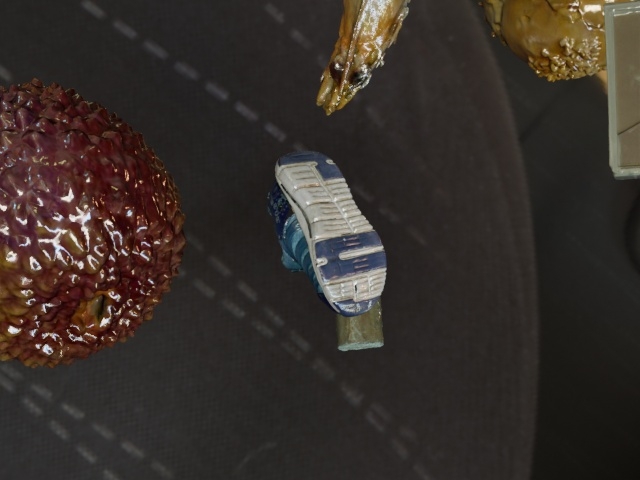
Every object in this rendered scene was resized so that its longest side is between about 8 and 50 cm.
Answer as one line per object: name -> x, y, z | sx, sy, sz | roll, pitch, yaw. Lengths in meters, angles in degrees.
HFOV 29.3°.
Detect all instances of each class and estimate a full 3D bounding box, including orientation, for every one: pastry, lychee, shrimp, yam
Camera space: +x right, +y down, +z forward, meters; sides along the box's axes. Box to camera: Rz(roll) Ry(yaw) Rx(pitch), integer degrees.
pastry -> 0.361, -0.324, 1.733 | 0.255, 0.162, 0.311 | -9, 27, -11
lychee -> -0.256, -0.028, 1.143 | 0.271, 0.271, 0.271 | 38, 14, -11
shrimp -> 0.051, -0.206, 0.947 | 0.053, 0.236, 0.133 | 16, 2, 4
yam -> 0.050, 0.069, 1.668 | 0.068, 0.068, 0.169 | 25, 56, -49

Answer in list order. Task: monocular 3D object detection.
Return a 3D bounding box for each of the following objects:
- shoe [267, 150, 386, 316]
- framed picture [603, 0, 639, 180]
shoe -> 0.000, 0.000, 1.387 | 0.091, 0.106, 0.207 | -10, 59, -30
framed picture -> 0.415, -0.161, 1.211 | 0.023, 0.260, 0.189 | 34, 54, -69
